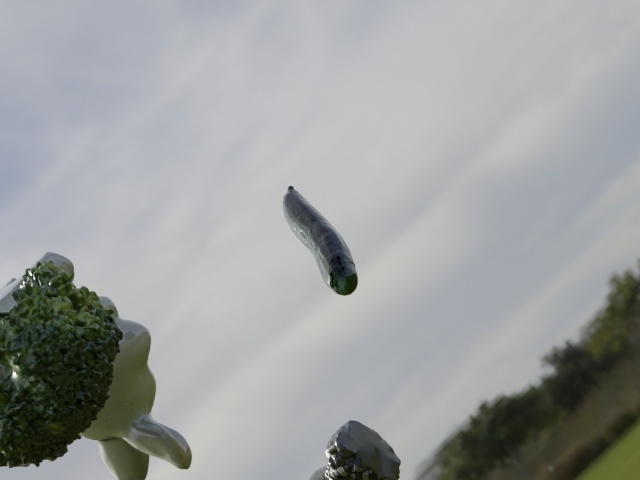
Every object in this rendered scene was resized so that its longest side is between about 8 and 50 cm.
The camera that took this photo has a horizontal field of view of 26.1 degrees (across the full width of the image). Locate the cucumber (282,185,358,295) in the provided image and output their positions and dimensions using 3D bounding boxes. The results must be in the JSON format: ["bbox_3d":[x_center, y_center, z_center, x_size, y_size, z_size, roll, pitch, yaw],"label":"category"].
[{"bbox_3d":[0.000,0.000,1.884,0.056,0.056,0.284,-46,31,9],"label":"cucumber"}]

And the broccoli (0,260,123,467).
[{"bbox_3d":[-0.361,0.150,1.713,0.235,0.260,0.288,-8,-38,-46],"label":"broccoli"}]

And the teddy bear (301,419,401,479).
[{"bbox_3d":[0.051,0.449,2.452,0.144,0.171,0.251,-96,30,-55],"label":"teddy bear"}]

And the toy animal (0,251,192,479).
[{"bbox_3d":[-0.349,0.210,1.973,0.196,0.368,0.241,-25,32,50],"label":"toy animal"}]
